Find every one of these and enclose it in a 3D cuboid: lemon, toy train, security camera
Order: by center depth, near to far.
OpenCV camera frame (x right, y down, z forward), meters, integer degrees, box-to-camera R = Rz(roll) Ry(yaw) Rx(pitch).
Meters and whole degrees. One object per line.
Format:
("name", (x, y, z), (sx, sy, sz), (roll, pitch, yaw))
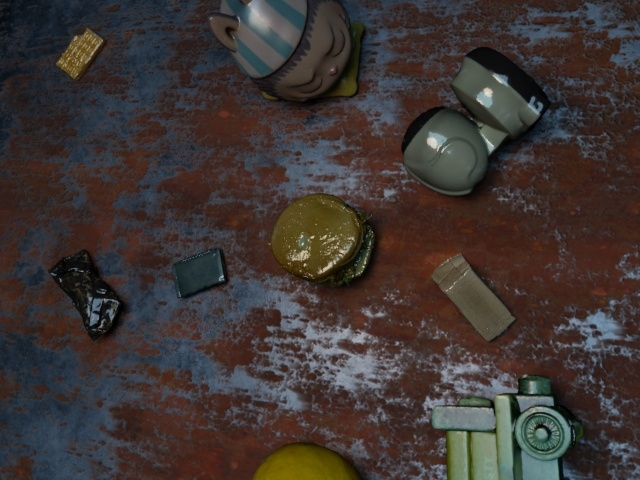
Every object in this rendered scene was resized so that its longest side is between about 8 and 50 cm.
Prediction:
("toy train", (0.330, 0.437, 1.120), (0.253, 0.160, 0.397), (-5, 77, 25))
("lemon", (-0.025, 0.486, 1.180), (0.240, 0.240, 0.219), (-5, 66, 17))
("security camera", (0.287, -0.219, 1.253), (0.191, 0.197, 0.277), (42, 103, 8))

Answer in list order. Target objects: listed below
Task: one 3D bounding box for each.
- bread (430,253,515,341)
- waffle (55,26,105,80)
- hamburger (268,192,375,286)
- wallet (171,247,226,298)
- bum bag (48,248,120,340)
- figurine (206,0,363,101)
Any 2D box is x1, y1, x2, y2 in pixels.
("bread", (0.300, 0.112, 1.260), (0.077, 0.105, 0.152), (-39, 102, 7))
("waffle", (-0.638, -0.500, 1.693), (0.092, 0.021, 0.135), (36, 92, 21))
("hamburger", (0.000, 0.000, 1.331), (0.215, 0.122, 0.189), (16, 78, 24))
("wallet", (-0.277, 0.074, 1.455), (0.129, 0.026, 0.088), (-20, 70, 14))
("bum bag", (-0.557, 0.119, 1.516), (0.102, 0.069, 0.248), (-34, 66, -17))
("figurine", (-0.079, -0.497, 1.322), (0.266, 0.377, 0.361), (-14, 76, 15))
